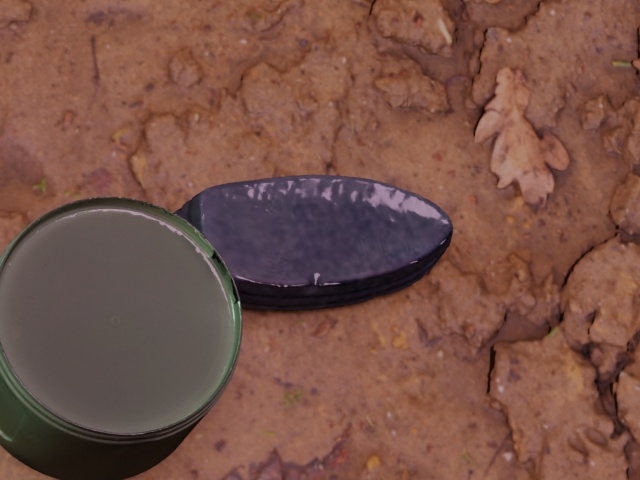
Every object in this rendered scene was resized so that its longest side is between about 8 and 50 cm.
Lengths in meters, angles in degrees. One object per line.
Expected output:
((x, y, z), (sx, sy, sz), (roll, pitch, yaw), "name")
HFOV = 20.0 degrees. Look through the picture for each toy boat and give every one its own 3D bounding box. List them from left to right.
((0.000, 0.000, 1.756), (0.282, 0.078, 0.127), (-2, 66, -19), "toy boat")

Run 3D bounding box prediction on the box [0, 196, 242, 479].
((-0.193, 0.088, 1.611), (0.226, 0.149, 0.226), (7, 66, -16), "box")
